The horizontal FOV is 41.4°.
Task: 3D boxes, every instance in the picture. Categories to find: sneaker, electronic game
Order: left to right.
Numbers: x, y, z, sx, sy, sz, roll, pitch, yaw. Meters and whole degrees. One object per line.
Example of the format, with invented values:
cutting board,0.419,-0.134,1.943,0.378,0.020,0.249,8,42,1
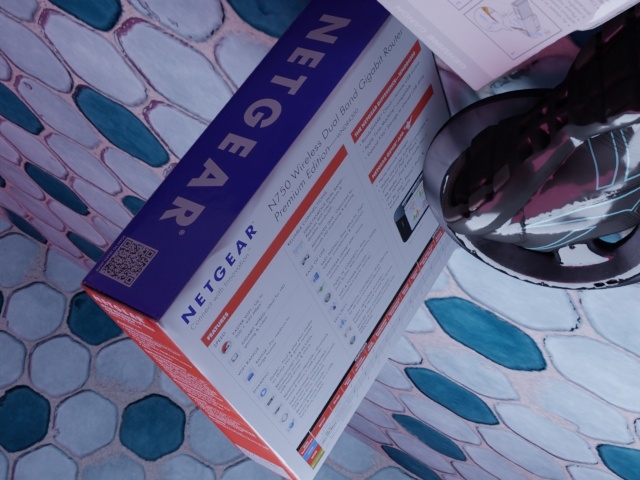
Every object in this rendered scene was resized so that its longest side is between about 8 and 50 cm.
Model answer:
electronic game,0.197,-0.035,0.712,0.229,0.048,0.229,16,144,12
sneaker,0.200,-0.072,0.573,0.106,0.101,0.267,28,143,-20

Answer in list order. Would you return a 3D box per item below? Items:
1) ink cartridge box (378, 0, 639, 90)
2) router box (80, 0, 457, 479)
ink cartridge box,0.075,-0.231,0.498,0.275,0.060,0.239,40,159,-12
router box,0.000,0.000,0.729,0.082,0.335,0.301,20,154,33
